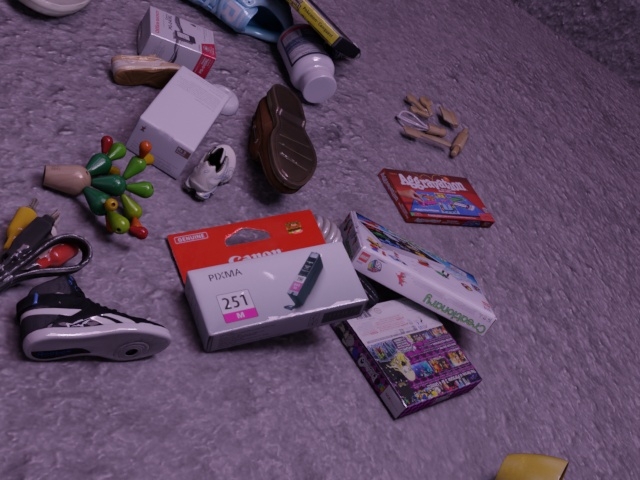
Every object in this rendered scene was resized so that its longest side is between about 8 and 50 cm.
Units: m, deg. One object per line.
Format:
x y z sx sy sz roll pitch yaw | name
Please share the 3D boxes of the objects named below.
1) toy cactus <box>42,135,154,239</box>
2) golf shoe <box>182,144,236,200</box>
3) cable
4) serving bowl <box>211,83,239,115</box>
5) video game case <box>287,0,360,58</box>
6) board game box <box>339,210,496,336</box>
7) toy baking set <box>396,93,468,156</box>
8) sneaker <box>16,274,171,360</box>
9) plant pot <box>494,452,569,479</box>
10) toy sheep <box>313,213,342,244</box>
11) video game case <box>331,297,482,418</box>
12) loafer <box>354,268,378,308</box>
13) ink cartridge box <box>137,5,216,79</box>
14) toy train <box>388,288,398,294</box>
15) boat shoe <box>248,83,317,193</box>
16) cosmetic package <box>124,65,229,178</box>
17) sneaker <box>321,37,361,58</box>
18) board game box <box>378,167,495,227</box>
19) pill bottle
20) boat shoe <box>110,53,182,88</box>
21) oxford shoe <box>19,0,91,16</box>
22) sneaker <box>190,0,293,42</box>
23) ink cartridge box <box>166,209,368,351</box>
-0.358 -0.096 1.514 0.180 0.112 0.219 8 53 -22 | toy cactus
-0.188 -0.145 1.720 0.069 0.086 0.176 32 34 -6 | golf shoe
-0.437 0.048 1.320 0.139 0.072 0.287 36 45 -1 | cable
-0.204 -0.299 1.930 0.083 0.027 0.083 25 36 -20 | serving bowl
-0.019 -0.541 2.192 0.248 0.035 0.275 46 13 4 | video game case
0.185 0.061 1.799 0.305 0.053 0.193 28 17 -14 | board game box
0.285 -0.287 2.356 0.196 0.030 0.256 32 35 -4 | toy baking set
-0.322 0.103 1.322 0.217 0.079 0.121 5 48 -37 | sneaker
0.343 0.409 1.544 0.095 0.134 0.134 23 29 22 | plant pot
0.000 0.000 1.724 0.132 0.091 0.091 48 28 -30 | toy sheep
0.158 0.201 1.670 0.232 0.042 0.210 -9 54 -47 | video game case
0.026 0.074 1.668 0.170 0.061 0.062 35 33 5 | loafer
-0.302 -0.415 1.943 0.150 0.063 0.109 18 40 -27 | ink cartridge box
0.166 0.095 1.821 0.083 0.017 0.024 8 35 -36 | toy train
-0.083 -0.182 1.845 0.110 0.104 0.307 31 33 -26 | boat shoe
-0.266 -0.226 1.746 0.117 0.085 0.231 33 37 -7 | cosmetic package
0.039 -0.480 2.343 0.135 0.052 0.058 15 50 -18 | sneaker
0.269 -0.096 2.123 0.281 0.027 0.145 2 47 -40 | board game box
-0.027 -0.406 2.140 0.108 0.108 0.180 9 45 -35 | pill bottle
-0.336 -0.342 1.831 0.170 0.063 0.059 -4 58 -43 | boat shoe
-0.504 -0.595 1.915 0.169 0.130 0.449 34 36 -9 | oxford shoe
-0.209 -0.562 2.131 0.366 0.135 0.150 14 37 -30 | sneaker
-0.091 0.044 1.527 0.275 0.060 0.239 -11 57 -21 | ink cartridge box
